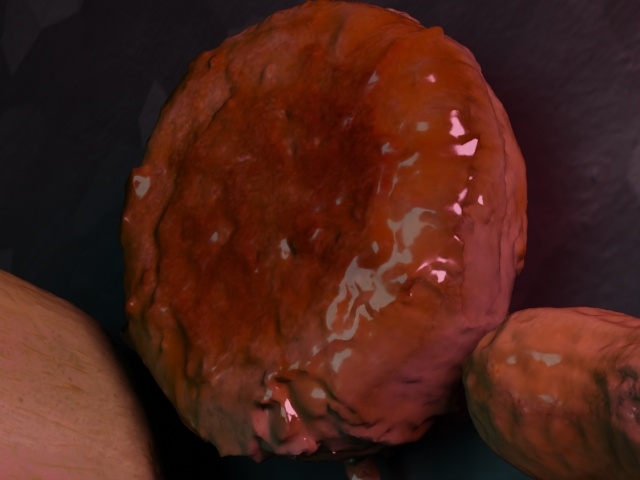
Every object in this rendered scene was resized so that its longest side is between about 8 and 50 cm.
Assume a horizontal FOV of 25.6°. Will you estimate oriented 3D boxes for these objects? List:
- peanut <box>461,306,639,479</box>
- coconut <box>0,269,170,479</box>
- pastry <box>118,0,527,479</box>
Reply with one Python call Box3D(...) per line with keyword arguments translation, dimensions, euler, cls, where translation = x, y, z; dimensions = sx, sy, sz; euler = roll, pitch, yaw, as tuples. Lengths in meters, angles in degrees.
Box3D(translation=(0.150, 0.074, 0.602), dimensions=(0.214, 0.099, 0.099), euler=(10, 82, 51), cls="peanut")
Box3D(translation=(-0.242, 0.142, 0.776), dimensions=(0.281, 0.328, 0.328), euler=(-10, 68, 43), cls="coconut")
Box3D(translation=(0.004, -0.005, 0.748), dimensions=(0.235, 0.121, 0.257), euler=(8, 78, 41), cls="pastry")
